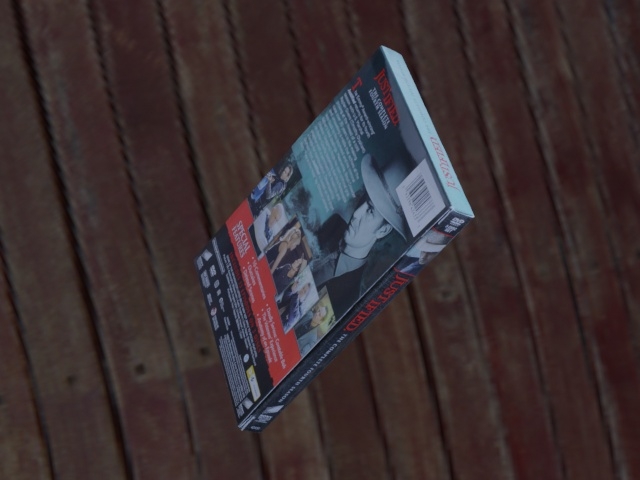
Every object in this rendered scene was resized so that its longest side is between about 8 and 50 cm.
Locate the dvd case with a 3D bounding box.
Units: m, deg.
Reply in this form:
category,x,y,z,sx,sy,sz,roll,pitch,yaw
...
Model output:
category,x,y,z,sx,sy,sz,roll,pitch,yaw
dvd case,0.000,0.000,0.553,0.013,0.119,0.087,20,34,-35
